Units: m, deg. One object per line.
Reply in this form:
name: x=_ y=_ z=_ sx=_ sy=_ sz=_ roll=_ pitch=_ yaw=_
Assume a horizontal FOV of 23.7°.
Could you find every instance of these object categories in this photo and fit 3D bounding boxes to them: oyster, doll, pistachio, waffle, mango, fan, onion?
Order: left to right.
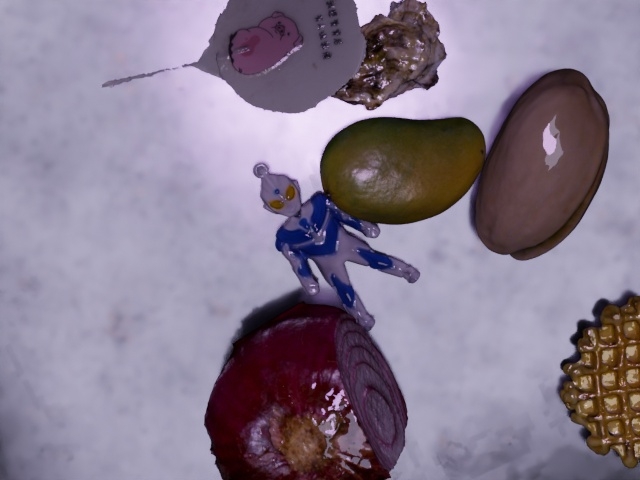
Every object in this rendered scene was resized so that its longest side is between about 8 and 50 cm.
fan: x=-0.104 y=-0.213 z=1.723 sx=0.310 sy=0.010 sz=0.182 roll=-15 pitch=77 yaw=8
onion: x=-0.030 y=0.190 z=1.686 sx=0.207 sy=0.216 sz=0.206 roll=-27 pitch=92 yaw=10
doll: x=0.000 y=0.000 z=1.741 sx=0.227 sy=0.057 sz=0.114 roll=43 pitch=98 yaw=-6
oyster: x=0.064 y=-0.198 z=1.717 sx=0.166 sy=0.053 sz=0.108 roll=-30 pitch=92 yaw=12
mango: x=0.094 y=-0.080 z=1.712 sx=0.191 sy=0.085 sz=0.122 roll=-2 pitch=75 yaw=-3
pistachio: x=0.249 y=-0.083 z=1.704 sx=0.136 sy=0.136 sz=0.226 roll=21 pitch=103 yaw=-2
waffle: x=0.364 y=0.162 z=1.762 sx=0.161 sy=0.046 sz=0.192 roll=29 pitch=95 yaw=-1
